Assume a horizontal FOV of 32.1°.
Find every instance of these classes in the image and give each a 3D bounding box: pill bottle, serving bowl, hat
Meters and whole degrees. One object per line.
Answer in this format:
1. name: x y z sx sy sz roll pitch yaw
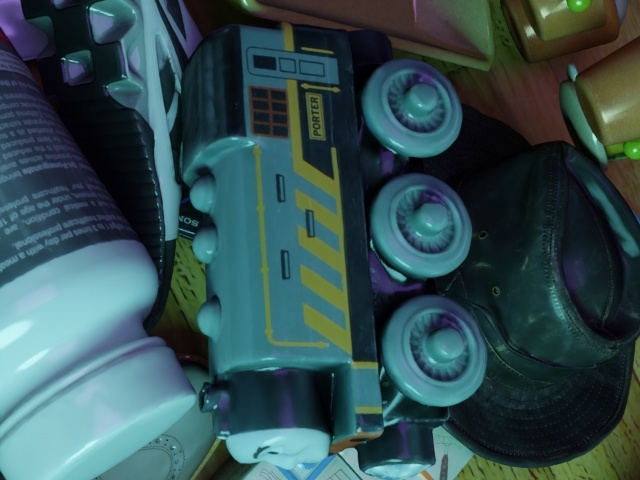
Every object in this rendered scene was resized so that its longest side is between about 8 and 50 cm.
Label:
1. pill bottle: -0.220 0.008 0.748 0.176 0.176 0.318 -30 77 -22
2. serving bowl: -0.248 -0.181 0.897 0.083 0.027 0.083 3 81 -21
3. hat: 0.182 0.011 0.919 0.331 0.134 0.331 15 59 -27

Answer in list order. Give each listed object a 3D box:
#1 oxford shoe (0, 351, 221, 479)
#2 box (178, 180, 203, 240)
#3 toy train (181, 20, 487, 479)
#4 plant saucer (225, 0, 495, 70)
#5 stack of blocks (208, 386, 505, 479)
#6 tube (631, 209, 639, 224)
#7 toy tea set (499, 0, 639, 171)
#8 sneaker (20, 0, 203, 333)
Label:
1. oxford shoe: -0.199 0.209 0.796 0.364 0.133 0.130 -39 96 -22
2. box: -0.065 -0.068 0.947 0.116 0.029 0.162 19 77 -17
3. toy train: 0.000 0.000 0.780 0.190 0.142 0.334 3 71 -22
4. plant saucer: 0.009 -0.313 0.934 0.333 0.081 0.332 2 81 -49
5. stack of blocks: 0.014 0.217 0.900 0.171 0.087 0.297 48 69 -8
6. tube: 0.345 0.064 1.073 0.207 0.052 0.080 45 65 -3
7. toy tea set: 0.243 -0.183 0.937 0.124 0.200 0.336 -23 51 6
8. sneaker: -0.136 -0.090 0.868 0.146 0.122 0.330 -14 104 -59
